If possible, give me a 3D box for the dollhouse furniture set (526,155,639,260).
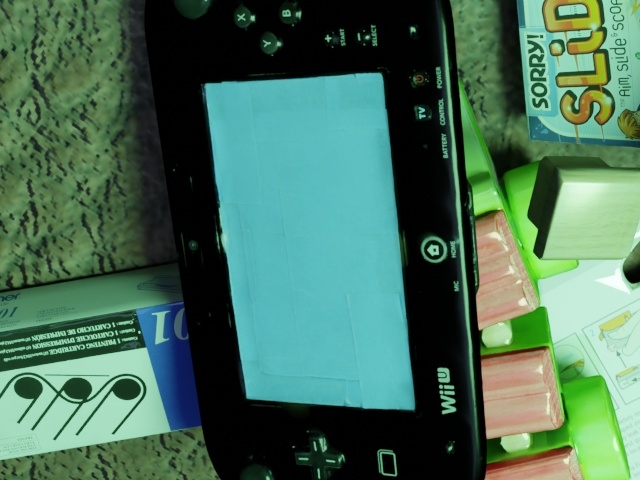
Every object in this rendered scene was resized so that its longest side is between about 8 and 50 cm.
[{"bbox_3d":[0.303,-0.101,0.492,0.355,0.174,0.303,-2,118,-18],"label":"dollhouse furniture set"}]

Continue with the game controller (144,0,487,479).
[{"bbox_3d":[0.000,0.000,0.623,0.166,0.067,0.319,3,108,33],"label":"game controller"}]

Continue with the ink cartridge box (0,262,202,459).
[{"bbox_3d":[-0.111,0.069,0.729,0.207,0.046,0.097,-9,122,1],"label":"ink cartridge box"}]

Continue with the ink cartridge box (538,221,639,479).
[{"bbox_3d":[0.270,0.072,0.751,0.296,0.066,0.261,-29,93,13],"label":"ink cartridge box"}]

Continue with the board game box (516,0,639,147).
[{"bbox_3d":[0.165,-0.141,0.596,0.136,0.035,0.201,6,125,28],"label":"board game box"}]

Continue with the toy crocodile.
[{"bbox_3d":[0.102,0.066,0.681,0.115,0.105,0.341,-16,103,12],"label":"toy crocodile"}]
